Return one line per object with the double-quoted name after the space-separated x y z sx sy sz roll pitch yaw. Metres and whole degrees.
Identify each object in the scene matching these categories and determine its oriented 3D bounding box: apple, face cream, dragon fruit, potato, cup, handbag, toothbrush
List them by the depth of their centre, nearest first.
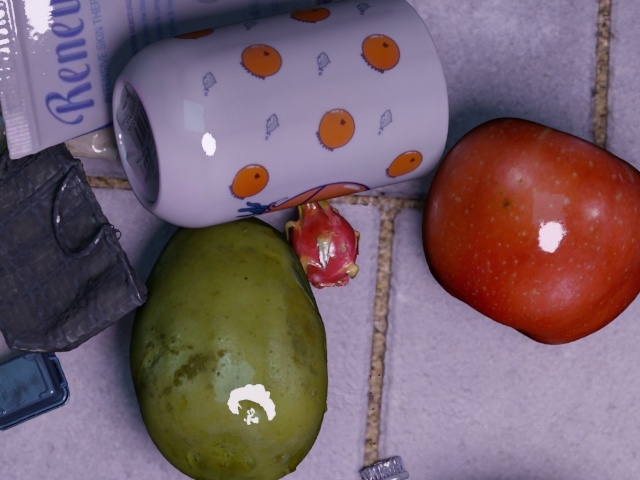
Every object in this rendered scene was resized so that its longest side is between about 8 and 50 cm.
-0.052 -0.138 1.508 0.317 0.212 0.212 -14 79 -23 "cup"
-0.098 0.116 1.514 0.215 0.216 0.305 -5 71 -1 "potato"
0.229 -0.014 1.520 0.260 0.260 0.217 27 93 5 "apple"
-0.303 0.004 1.551 0.175 0.088 0.270 -41 67 17 "handbag"
-0.171 -0.255 1.564 0.420 0.137 0.235 -19 121 -26 "face cream"
-0.054 0.307 1.572 0.320 0.023 0.031 -19 72 -5 "toothbrush"
0.001 -0.002 1.602 0.086 0.081 0.116 -8 91 -25 "dragon fruit"

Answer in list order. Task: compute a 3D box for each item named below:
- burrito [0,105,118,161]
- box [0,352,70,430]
-0.420 -0.138 1.631 0.392 0.076 0.117 1 82 0 "burrito"
-0.341 0.165 1.583 0.099 0.054 0.074 -23 78 -4 "box"
